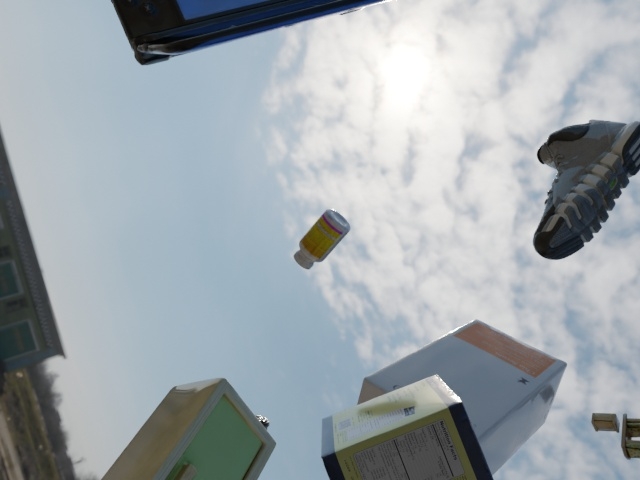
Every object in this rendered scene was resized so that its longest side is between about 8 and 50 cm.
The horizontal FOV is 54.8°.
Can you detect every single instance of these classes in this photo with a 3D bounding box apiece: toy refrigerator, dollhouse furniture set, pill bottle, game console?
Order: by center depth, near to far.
[{"bbox_3d":[-0.150,0.258,0.558,0.094,0.269,0.102,-19,-67,36],"label":"toy refrigerator"},{"bbox_3d":[-0.069,-0.300,0.652,0.250,0.293,0.173,66,-20,7],"label":"game console"},{"bbox_3d":[0.000,0.000,0.834,0.083,0.043,0.043,-49,-124,20],"label":"pill bottle"},{"bbox_3d":[0.769,0.508,1.490,0.182,0.101,0.161,-10,-53,37],"label":"dollhouse furniture set"}]

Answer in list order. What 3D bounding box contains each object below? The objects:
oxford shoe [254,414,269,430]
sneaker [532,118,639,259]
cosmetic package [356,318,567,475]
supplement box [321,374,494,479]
[{"bbox_3d":[-0.203,0.387,1.191,0.083,0.227,0.096,30,48,-76],"label":"oxford shoe"},{"bbox_3d":[0.342,-0.080,0.863,0.132,0.228,0.086,34,-11,51],"label":"sneaker"},{"bbox_3d":[0.285,0.320,1.222,0.230,0.453,0.161,26,-66,33],"label":"cosmetic package"},{"bbox_3d":[0.049,0.128,0.372,0.083,0.083,0.056,81,-12,-89],"label":"supplement box"}]
